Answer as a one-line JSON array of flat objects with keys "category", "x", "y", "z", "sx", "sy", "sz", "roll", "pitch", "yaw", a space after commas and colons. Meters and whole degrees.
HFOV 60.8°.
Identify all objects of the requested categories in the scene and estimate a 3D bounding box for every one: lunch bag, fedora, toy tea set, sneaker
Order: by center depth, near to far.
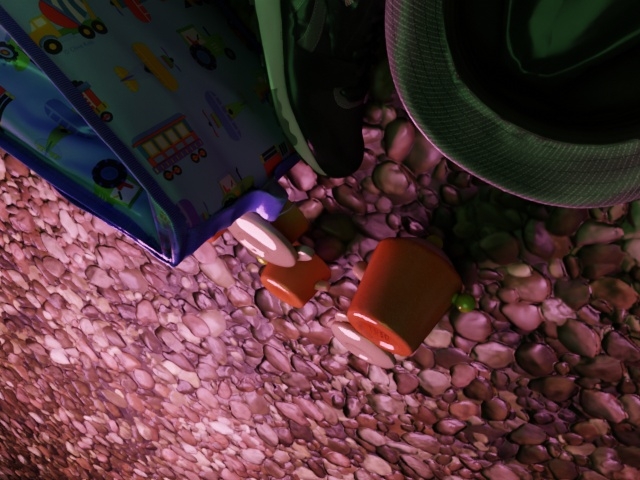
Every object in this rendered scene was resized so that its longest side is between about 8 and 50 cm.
[{"category": "fedora", "x": 0.177, "y": -0.171, "z": 0.340, "sx": 0.243, "sy": 0.124, "sz": 0.275, "roll": 24, "pitch": 121, "yaw": 8}, {"category": "sneaker", "x": 0.019, "y": -0.181, "z": 0.433, "sx": 0.124, "sy": 0.107, "sz": 0.283, "roll": -3, "pitch": 120, "yaw": 22}, {"category": "lunch bag", "x": -0.137, "y": -0.128, "z": 0.459, "sx": 0.293, "sy": 0.221, "sz": 0.138, "roll": 41, "pitch": 131, "yaw": 1}, {"category": "toy tea set", "x": 0.000, "y": 0.000, "z": 0.583, "sx": 0.336, "sy": 0.124, "sz": 0.200, "roll": 37, "pitch": 160, "yaw": -5}]
